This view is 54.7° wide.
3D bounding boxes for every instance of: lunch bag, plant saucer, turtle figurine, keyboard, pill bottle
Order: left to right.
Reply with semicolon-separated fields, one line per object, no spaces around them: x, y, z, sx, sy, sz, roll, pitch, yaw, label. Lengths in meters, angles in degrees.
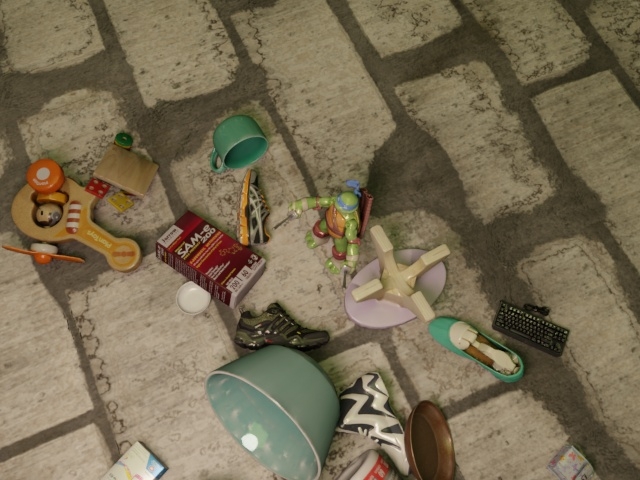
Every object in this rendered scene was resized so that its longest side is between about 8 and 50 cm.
0.000;0.000;1.451;0.197;0.266;0.275;18;68;4;turtle figurine
0.153;0.591;1.281;0.283;0.161;0.161;45;73;7;pill bottle
0.234;0.453;1.358;0.036;0.198;0.199;-20;65;33;plant saucer
0.523;0.204;1.532;0.180;0.023;0.108;24;69;5;keyboard
0.570;0.517;1.398;0.071;0.053;0.083;-41;85;-15;lunch bag

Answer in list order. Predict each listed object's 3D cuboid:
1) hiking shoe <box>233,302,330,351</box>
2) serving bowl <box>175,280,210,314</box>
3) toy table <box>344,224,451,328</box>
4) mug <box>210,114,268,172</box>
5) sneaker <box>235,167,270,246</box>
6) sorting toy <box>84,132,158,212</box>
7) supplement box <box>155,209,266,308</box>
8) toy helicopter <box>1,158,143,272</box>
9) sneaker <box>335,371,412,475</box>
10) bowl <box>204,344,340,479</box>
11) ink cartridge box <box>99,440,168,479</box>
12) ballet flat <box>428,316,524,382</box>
-0.089;0.202;1.466;0.226;0.086;0.114;3;72;-1;hiking shoe
-0.308;0.143;1.508;0.083;0.027;0.084;1;68;-2;serving bowl
0.187;0.095;1.484;0.274;0.161;0.252;-38;75;-15;toy table
-0.227;-0.258;1.613;0.157;0.129;0.097;-26;69;-12;mug
-0.170;-0.081;1.581;0.083;0.084;0.215;5;72;-16;sneaker
-0.500;-0.162;1.576;0.132;0.046;0.275;24;39;-15;sorting toy
-0.267;0.044;1.510;0.239;0.073;0.130;32;55;9;supplement box
-0.595;-0.017;1.498;0.355;0.140;0.235;30;75;8;toy helicopter
0.104;0.429;1.389;0.153;0.094;0.235;-22;80;-2;sneaker
-0.079;0.347;1.323;0.311;0.312;0.163;40;52;12;bowl
-0.408;0.514;1.346;0.088;0.052;0.122;39;73;11;ink cartridge box
0.376;0.249;1.472;0.247;0.087;0.083;31;71;9;ballet flat
